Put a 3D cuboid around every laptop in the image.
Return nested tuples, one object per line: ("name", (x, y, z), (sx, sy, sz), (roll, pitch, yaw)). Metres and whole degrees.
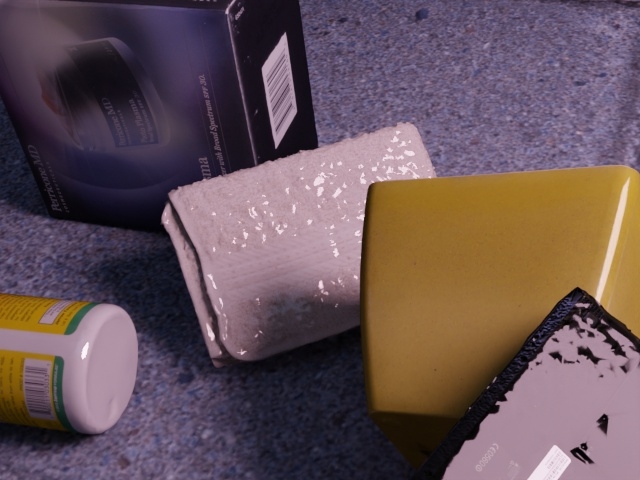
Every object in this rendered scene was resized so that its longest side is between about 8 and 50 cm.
("laptop", (0.167, 0.210, 0.522), (0.264, 0.136, 0.234), (43, 57, 10))

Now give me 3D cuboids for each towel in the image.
("towel", (0.000, 0.000, 0.855), (0.282, 0.049, 0.187), (-19, 80, -13))

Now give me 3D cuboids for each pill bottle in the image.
("pill bottle", (-0.284, 0.107, 0.795), (0.208, 0.117, 0.117), (4, 43, 13))

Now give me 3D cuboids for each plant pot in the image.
("plant pot", (0.147, 0.086, 0.679), (0.212, 0.212, 0.187), (-2, 53, 29))

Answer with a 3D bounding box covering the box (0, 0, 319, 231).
("box", (-0.178, -0.167, 0.955), (0.294, 0.296, 0.182), (8, 44, 18))
